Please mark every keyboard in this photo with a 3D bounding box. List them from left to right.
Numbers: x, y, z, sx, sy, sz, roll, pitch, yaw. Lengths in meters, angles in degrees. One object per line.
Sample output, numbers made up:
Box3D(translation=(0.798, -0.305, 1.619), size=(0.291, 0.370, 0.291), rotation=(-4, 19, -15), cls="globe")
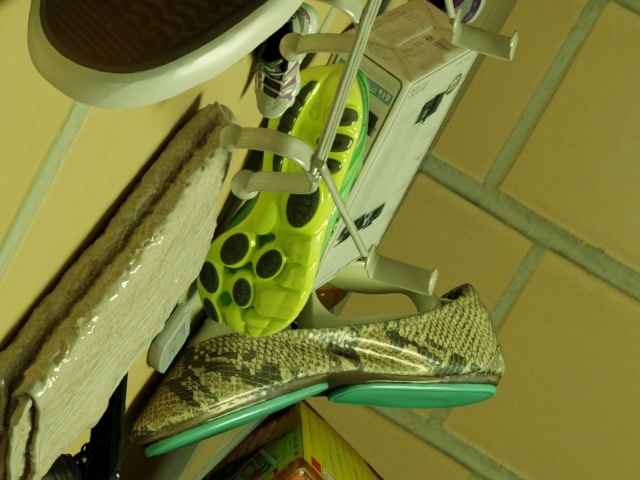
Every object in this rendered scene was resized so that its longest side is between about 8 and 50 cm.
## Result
Box3D(translation=(-0.185, 0.166, 1.256), size=(0.192, 0.038, 0.100), rotation=(-99, -153, -66), cls="keyboard")

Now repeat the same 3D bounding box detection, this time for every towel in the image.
Box3D(translation=(-0.144, 0.046, 1.099), size=(0.282, 0.049, 0.187), rotation=(-56, 174, -32), cls="towel")

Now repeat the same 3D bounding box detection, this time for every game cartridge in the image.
Box3D(translation=(-0.144, 0.096, 1.489), size=(0.056, 0.017, 0.083), rotation=(-61, 175, -22), cls="game cartridge")

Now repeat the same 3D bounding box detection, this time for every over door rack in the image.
Box3D(translation=(0.033, -0.117, 1.165), size=(0.324, 0.108, 0.239), rotation=(42, 66, -63), cls="over door rack")

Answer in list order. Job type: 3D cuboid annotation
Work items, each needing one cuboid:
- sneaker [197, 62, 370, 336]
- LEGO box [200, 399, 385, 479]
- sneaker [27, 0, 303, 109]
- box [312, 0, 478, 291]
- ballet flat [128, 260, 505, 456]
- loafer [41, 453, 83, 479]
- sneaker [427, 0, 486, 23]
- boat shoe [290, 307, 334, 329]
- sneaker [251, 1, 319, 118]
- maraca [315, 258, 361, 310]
Box3D(translation=(-0.020, -0.032, 1.442), size=(0.295, 0.109, 0.123), rotation=(-63, 169, 29), cls="sneaker")
Box3D(translation=(-0.093, 0.396, 1.754), size=(0.372, 0.193, 0.500), rotation=(-44, -177, 1), cls="LEGO box")
Box3D(translation=(-0.047, -0.130, 0.762), size=(0.290, 0.106, 0.123), rotation=(-56, 170, -43), cls="sneaker")
Box3D(translation=(0.042, -0.095, 1.621), size=(0.169, 0.087, 0.290), rotation=(-35, 156, -50), cls="box")
Box3D(translation=(-0.008, 0.113, 1.693), size=(0.483, 0.182, 0.164), rotation=(-5, 165, -35), cls="ballet flat")
Box3D(translation=(-0.238, 0.225, 1.211), size=(0.061, 0.062, 0.170), rotation=(-2, 135, -34), cls="loafer")
Box3D(translation=(0.109, -0.231, 1.811), size=(0.223, 0.083, 0.098), rotation=(-64, 153, -3), cls="sneaker")
Box3D(translation=(-0.049, 0.124, 2.057), size=(0.254, 0.095, 0.079), rotation=(-42, 175, -41), cls="boat shoe")
Box3D(translation=(-0.037, -0.131, 1.189), size=(0.069, 0.038, 0.098), rotation=(-45, 155, -61), cls="sneaker")
Box3D(translation=(0.000, 0.000, 1.816), size=(0.127, 0.099, 0.185), rotation=(40, 61, -57), cls="maraca")
